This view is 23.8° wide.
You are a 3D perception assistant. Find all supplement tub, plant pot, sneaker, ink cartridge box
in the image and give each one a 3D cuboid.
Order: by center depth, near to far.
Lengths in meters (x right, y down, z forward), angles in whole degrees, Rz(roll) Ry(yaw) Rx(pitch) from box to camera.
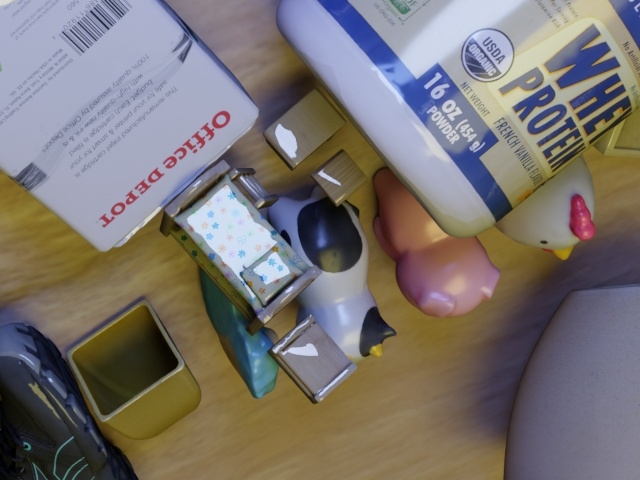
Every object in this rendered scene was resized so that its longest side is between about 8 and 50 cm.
[{"bbox_3d":[-0.173,-0.119,1.059,0.160,0.092,0.219,-41,131,4],"label":"ink cartridge box"},{"bbox_3d":[0.151,-0.178,1.095,0.316,0.228,0.228,-40,131,3],"label":"supplement tub"},{"bbox_3d":[-0.221,0.180,1.240,0.106,0.101,0.267,-26,130,-5],"label":"sneaker"},{"bbox_3d":[-0.144,0.116,1.251,0.081,0.081,0.083,-34,143,-2],"label":"plant pot"},{"bbox_3d":[0.303,0.134,1.393,0.284,0.284,0.191,-4,88,-25],"label":"plant pot"}]

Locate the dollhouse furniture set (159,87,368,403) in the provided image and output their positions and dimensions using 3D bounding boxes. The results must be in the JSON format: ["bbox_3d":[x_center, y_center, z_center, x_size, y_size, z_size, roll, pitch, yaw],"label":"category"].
[{"bbox_3d":[0.000,0.000,1.140,0.161,0.101,0.182,-42,89,-12],"label":"dollhouse furniture set"}]

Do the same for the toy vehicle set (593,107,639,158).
[{"bbox_3d":[0.348,-0.191,1.311,0.166,0.035,0.267,3,120,-29],"label":"toy vehicle set"}]

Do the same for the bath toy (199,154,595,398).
[{"bbox_3d":[0.081,0.014,1.259,0.348,0.129,0.151,-22,129,-13],"label":"bath toy"}]
